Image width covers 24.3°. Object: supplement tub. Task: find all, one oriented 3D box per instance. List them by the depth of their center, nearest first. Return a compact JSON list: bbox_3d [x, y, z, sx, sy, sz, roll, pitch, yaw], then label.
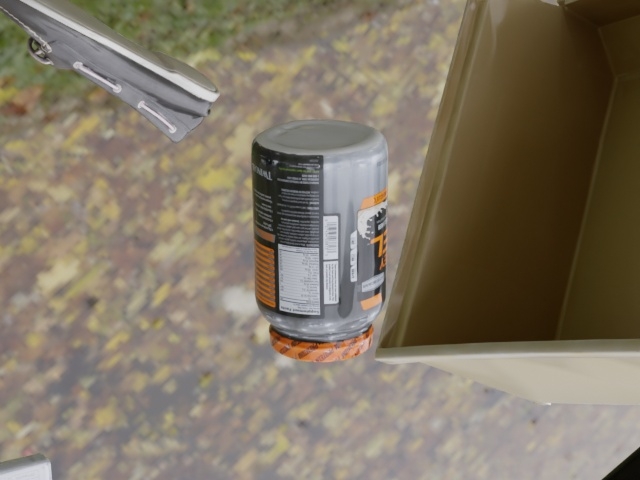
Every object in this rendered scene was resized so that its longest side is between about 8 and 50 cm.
[{"bbox_3d":[0.000,0.000,1.275,0.117,0.117,0.190,-18,117,-39],"label":"supplement tub"}]

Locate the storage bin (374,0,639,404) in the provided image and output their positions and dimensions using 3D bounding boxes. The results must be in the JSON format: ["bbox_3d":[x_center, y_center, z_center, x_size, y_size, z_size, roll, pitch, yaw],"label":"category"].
[{"bbox_3d":[0.178,-0.045,0.789,0.123,0.262,0.260,22,75,-27],"label":"storage bin"}]

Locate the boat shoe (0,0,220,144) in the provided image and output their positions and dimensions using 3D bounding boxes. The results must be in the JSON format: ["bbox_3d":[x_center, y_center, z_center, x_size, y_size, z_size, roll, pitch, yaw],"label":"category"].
[{"bbox_3d":[-0.277,-0.217,1.839,0.335,0.112,0.095,26,105,-33],"label":"boat shoe"}]

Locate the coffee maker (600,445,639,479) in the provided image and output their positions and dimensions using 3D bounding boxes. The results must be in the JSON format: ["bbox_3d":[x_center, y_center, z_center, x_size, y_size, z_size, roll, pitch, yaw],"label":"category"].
[{"bbox_3d":[0.228,0.209,1.081,0.178,0.171,0.120,-38,151,0],"label":"coffee maker"}]

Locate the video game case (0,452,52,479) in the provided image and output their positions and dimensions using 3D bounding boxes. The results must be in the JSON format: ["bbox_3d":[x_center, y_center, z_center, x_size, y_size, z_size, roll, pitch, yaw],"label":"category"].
[{"bbox_3d":[-0.326,0.313,1.285,0.206,0.026,0.227,-10,108,-30],"label":"video game case"}]
